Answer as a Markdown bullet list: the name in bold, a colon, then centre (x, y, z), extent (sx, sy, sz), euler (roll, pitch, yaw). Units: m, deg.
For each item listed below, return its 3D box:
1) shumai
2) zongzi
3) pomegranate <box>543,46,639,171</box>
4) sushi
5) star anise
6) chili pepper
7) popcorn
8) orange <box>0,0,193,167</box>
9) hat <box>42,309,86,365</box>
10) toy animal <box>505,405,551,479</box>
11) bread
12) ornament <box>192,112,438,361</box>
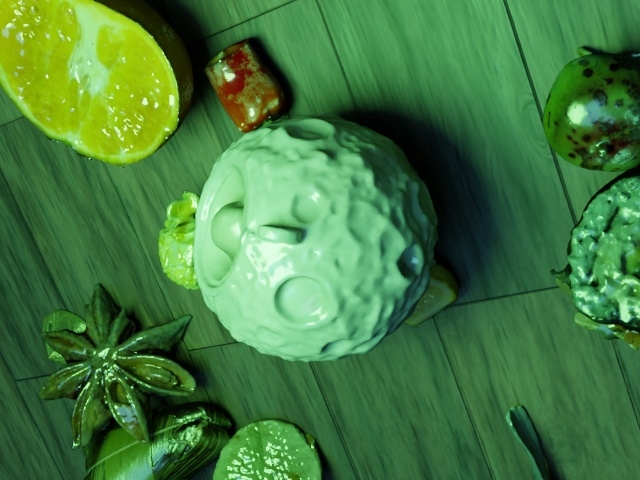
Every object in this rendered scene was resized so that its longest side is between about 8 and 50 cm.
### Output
- **shumai**: centre (-0.085, 0.423, 1.507), extent (0.201, 0.201, 0.120), euler (27, 163, 15)
- **zongzi**: centre (-0.306, 0.456, 1.521), extent (0.289, 0.317, 0.154), euler (-18, 142, 32)
- **pomegranate**: centre (0.334, -0.153, 0.985), extent (0.148, 0.169, 0.148), euler (12, 117, 24)
- **sushi**: centre (0.422, 0.032, 1.021), extent (0.238, 0.219, 0.225), euler (32, 89, 43)
- **star anise**: centre (-0.368, 0.215, 1.520), extent (0.315, 0.315, 0.108), euler (20, 162, 19)
- **chili pepper**: centre (-0.094, -0.202, 1.245), extent (0.192, 0.084, 0.086), euler (59, 157, -3)
- **popcorn**: centre (-0.202, 0.009, 1.365), extent (0.135, 0.141, 0.162), euler (-7, 147, 28)
- **orange**: centre (-0.343, -0.261, 1.252), extent (0.310, 0.274, 0.274), euler (6, 120, -13)
- **hat**: centre (-0.508, 0.214, 1.659), extent (0.146, 0.067, 0.146), euler (11, 116, 24)
- **toy animal**: centre (0.377, 0.436, 1.282), extent (0.206, 0.081, 0.367), euler (5, 110, 24)
- **bread**: centre (0.148, 0.073, 1.254), extent (0.082, 0.056, 0.115), euler (34, 129, -15)
- **ornament**: centre (0.000, 0.000, 1.142), extent (0.337, 0.337, 0.337), euler (11, 117, 23)
